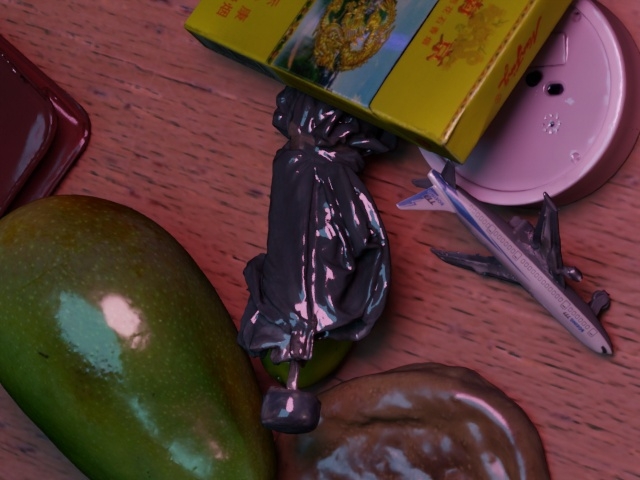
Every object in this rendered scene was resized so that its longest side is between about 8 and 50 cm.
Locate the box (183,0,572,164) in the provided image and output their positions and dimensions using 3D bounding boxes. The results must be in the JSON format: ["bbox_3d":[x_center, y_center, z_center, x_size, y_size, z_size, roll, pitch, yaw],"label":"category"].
[{"bbox_3d":[0.045,-0.201,1.593,0.335,0.047,0.187,28,80,40],"label":"box"}]

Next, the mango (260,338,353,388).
[{"bbox_3d":[-0.008,0.085,1.675,0.073,0.056,0.108,39,98,20],"label":"mango"}]

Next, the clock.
[{"bbox_3d":[0.176,-0.125,1.585,0.197,0.068,0.197,-2,86,27],"label":"clock"}]

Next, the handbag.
[{"bbox_3d":[-0.390,-0.102,1.867,0.275,0.084,0.260,41,104,25],"label":"handbag"}]

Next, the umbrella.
[{"bbox_3d":[0.000,0.001,1.621,0.143,0.094,0.349,-15,62,48],"label":"umbrella"}]

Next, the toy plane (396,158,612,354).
[{"bbox_3d":[0.166,0.014,1.551,0.226,0.226,0.058,36,69,-10],"label":"toy plane"}]

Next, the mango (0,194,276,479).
[{"bbox_3d":[-0.170,0.114,1.672,0.382,0.201,0.225,48,127,20],"label":"mango"}]

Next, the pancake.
[{"bbox_3d":[0.072,0.242,1.630,0.294,0.049,0.294,-2,85,27],"label":"pancake"}]
